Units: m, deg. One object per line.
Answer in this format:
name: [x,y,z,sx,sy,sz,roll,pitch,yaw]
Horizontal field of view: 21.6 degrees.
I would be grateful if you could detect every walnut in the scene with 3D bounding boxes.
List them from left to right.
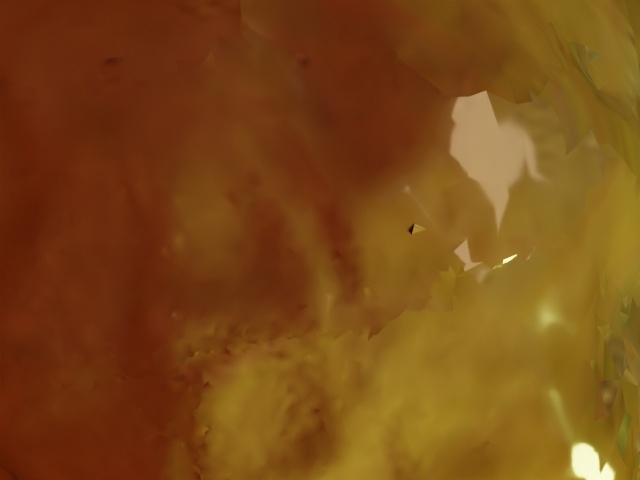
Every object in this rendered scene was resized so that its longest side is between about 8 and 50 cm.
walnut: [-0.029,0.016,0.595,0.383,0.383,0.384,30,54,-53]
